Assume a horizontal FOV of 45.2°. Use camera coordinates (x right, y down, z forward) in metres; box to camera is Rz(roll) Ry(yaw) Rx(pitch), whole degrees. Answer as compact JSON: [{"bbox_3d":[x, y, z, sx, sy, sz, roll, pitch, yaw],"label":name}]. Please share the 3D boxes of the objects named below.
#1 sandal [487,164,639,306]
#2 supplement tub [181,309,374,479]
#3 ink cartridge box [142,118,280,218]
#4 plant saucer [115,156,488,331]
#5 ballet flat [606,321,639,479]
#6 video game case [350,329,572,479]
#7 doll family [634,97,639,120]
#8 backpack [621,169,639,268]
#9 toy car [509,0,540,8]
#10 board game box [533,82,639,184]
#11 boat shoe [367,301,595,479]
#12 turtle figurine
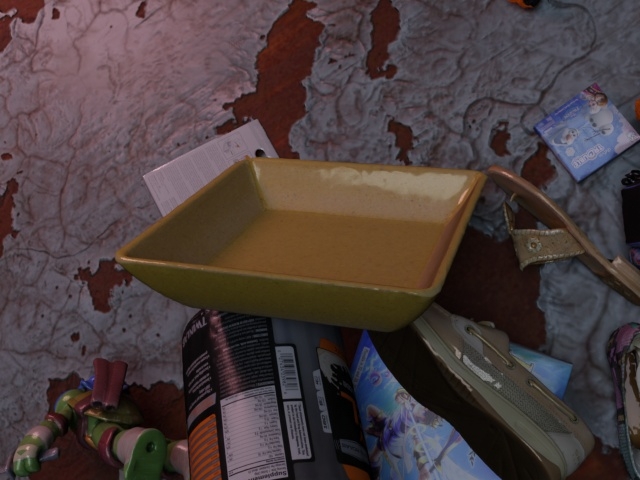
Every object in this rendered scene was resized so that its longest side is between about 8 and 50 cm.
[{"bbox_3d":[0.270,0.013,0.899,0.240,0.088,0.079,40,88,12],"label":"sandal"},{"bbox_3d":[-0.047,0.224,0.838,0.194,0.193,0.316,-21,51,12],"label":"supplement tub"},{"bbox_3d":[-0.134,-0.066,1.060,0.179,0.045,0.145,-27,74,-8],"label":"ink cartridge box"},{"bbox_3d":[0.000,0.000,0.868,0.333,0.333,0.081,5,116,19],"label":"plant saucer"},{"bbox_3d":[0.367,0.200,0.849,0.077,0.079,0.221,-12,79,13],"label":"ballet flat"},{"bbox_3d":[0.139,0.232,0.919,0.244,0.061,0.269,18,87,16],"label":"video game case"},{"bbox_3d":[0.433,-0.135,0.827,0.163,0.263,0.118,-2,117,5],"label":"doll family"},{"bbox_3d":[0.432,-0.028,0.831,0.173,0.158,0.116,-3,89,4],"label":"backpack"},{"bbox_3d":[0.264,-0.354,0.991,0.040,0.060,0.122,-12,53,57],"label":"toy car"},{"bbox_3d":[0.325,-0.131,0.940,0.090,0.020,0.090,-36,76,8],"label":"board game box"},{"bbox_3d":[0.163,0.140,0.850,0.098,0.109,0.302,-30,59,-29],"label":"boat shoe"},{"bbox_3d":[-0.271,0.291,0.942,0.266,0.274,0.197,-1,124,41],"label":"turtle figurine"}]
